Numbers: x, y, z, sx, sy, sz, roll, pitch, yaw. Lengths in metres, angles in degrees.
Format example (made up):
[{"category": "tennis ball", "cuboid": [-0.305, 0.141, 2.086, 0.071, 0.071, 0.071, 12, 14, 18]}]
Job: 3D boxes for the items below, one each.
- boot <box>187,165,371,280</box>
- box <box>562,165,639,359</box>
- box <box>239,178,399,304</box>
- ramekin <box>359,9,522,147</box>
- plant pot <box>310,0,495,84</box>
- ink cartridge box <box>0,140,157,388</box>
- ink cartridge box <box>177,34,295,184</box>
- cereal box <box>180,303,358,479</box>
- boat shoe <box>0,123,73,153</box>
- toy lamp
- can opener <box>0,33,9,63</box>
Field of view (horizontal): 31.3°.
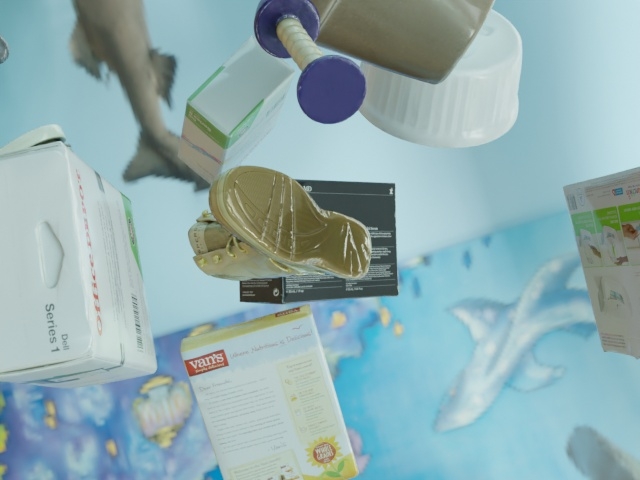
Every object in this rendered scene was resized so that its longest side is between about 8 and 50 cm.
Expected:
[{"category": "boot", "cuboid": [-0.089, -0.012, 1.342, 0.262, 0.203, 0.095, 22, 71, -50]}, {"category": "box", "cuboid": [0.414, 0.021, 1.381, 0.262, 0.127, 0.231, 157, -81, -81]}, {"category": "box", "cuboid": [0.000, 0.000, 1.755, 0.103, 0.261, 0.184, 1, -89, 44]}, {"category": "ramekin", "cuboid": [0.194, -0.283, 1.848, 0.277, 0.277, 0.135, -111, -160, -46]}, {"category": "plant pot", "cuboid": [0.096, -0.323, 1.463, 0.229, 0.263, 0.263, 30, -1, -5]}, {"category": "ink cartridge box", "cuboid": [-0.203, 0.029, 0.895, 0.219, 0.093, 0.160, 67, 13, -79]}, {"category": "ink cartridge box", "cuboid": [-0.134, -0.193, 1.759, 0.093, 0.154, 0.212, 39, -21, 5]}, {"category": "cereal box", "cuboid": [-0.063, 0.215, 1.461, 0.047, 0.173, 0.240, -106, -179, -72]}, {"category": "boat shoe", "cuboid": [-0.453, -0.038, 1.517, 0.091, 0.305, 0.109, 58, 7, 4]}, {"category": "toy lamp", "cuboid": [-0.019, -0.207, 1.221, 0.274, 0.080, 0.080, -119, -168, -57]}, {"category": "can opener", "cuboid": [-0.463, -0.169, 1.285, 0.095, 0.283, 0.076, 57, 36, -47]}]
